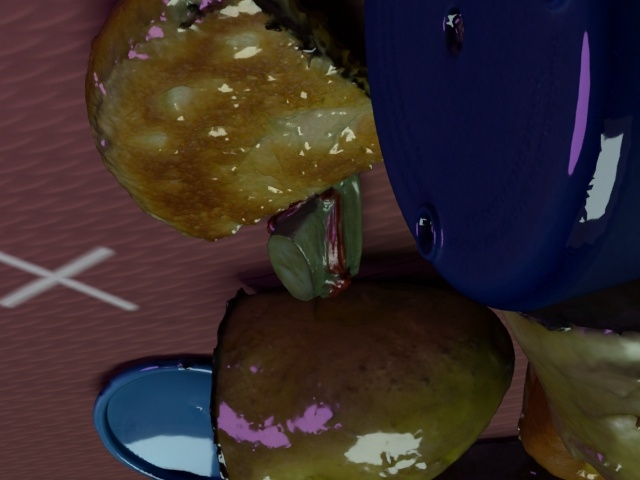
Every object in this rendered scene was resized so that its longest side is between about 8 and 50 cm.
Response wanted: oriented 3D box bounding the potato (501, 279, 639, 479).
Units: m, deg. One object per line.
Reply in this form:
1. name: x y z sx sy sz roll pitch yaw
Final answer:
1. potato: 0.252 0.071 0.727 0.288 0.301 0.237 -12 116 5

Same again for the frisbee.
1. frisbee: -0.142 0.209 1.376 0.242 0.045 0.242 4 134 4

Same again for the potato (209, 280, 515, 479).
1. potato: 0.050 0.137 1.090 0.266 0.229 0.229 -9 151 25

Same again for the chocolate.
1. chocolate: 0.280 0.312 1.517 0.321 0.112 0.112 -7 149 17

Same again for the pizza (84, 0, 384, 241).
1. pizza: -0.043 -0.092 0.793 0.226 0.086 0.335 0 154 -8

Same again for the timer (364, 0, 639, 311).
1. timer: 0.239 -0.116 0.609 0.383 0.270 0.270 -5 154 -16

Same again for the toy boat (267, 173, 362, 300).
1. toy boat: -0.001 0.001 0.985 0.089 0.071 0.185 40 159 18

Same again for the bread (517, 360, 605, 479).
1. bread: 0.273 0.101 0.978 0.204 0.156 0.288 20 138 5

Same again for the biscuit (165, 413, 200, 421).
1. biscuit: -0.168 0.220 1.446 0.084 0.023 0.084 2 151 1
